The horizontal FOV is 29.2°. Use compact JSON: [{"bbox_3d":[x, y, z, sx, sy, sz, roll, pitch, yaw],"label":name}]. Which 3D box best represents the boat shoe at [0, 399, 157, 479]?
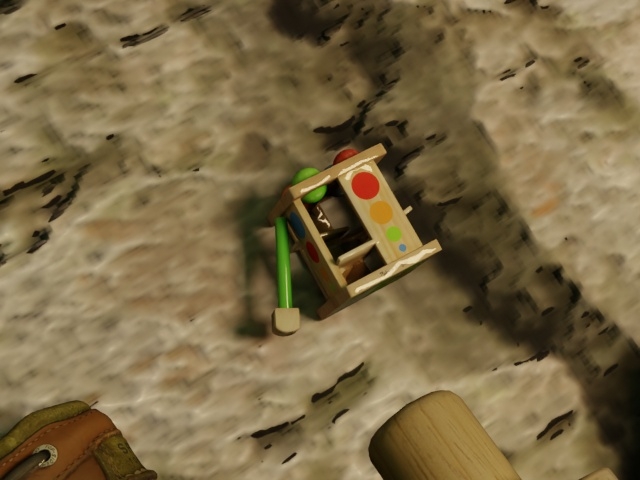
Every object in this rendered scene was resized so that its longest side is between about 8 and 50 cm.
[{"bbox_3d":[-0.193,0.170,0.457,0.307,0.111,0.104,-28,77,-30],"label":"boat shoe"}]

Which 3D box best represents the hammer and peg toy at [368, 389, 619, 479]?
[{"bbox_3d":[-0.071,0.212,0.404,0.361,0.266,0.127,-27,64,-20],"label":"hammer and peg toy"}]

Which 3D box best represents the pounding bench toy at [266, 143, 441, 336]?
[{"bbox_3d":[0.000,0.000,0.579,0.083,0.052,0.065,-27,83,-21],"label":"pounding bench toy"}]
